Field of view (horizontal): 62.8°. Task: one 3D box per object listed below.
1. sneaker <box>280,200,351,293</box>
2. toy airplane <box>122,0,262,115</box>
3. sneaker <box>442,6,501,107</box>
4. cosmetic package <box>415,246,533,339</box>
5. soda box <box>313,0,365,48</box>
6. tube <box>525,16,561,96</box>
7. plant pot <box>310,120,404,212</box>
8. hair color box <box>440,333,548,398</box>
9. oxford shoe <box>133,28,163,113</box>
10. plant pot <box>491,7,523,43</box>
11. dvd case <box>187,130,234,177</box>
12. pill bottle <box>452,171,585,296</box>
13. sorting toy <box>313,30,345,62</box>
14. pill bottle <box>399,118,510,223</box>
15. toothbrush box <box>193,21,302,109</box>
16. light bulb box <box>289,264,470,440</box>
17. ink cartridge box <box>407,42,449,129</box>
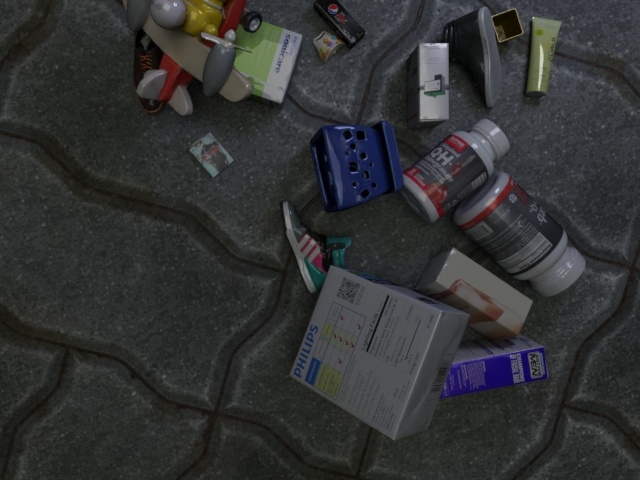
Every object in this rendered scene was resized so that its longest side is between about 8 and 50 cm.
[{"bbox_3d":[0.000,0.000,1.576,0.179,0.124,0.295,-20,102,3],"label":"sneaker"},{"bbox_3d":[-0.353,-0.519,1.335,0.387,0.272,0.383,-4,82,17],"label":"toy airplane"},{"bbox_3d":[0.455,-0.542,1.591,0.147,0.104,0.295,3,127,37],"label":"sneaker"},{"bbox_3d":[0.460,0.166,1.583,0.296,0.153,0.129,33,69,-3],"label":"cosmetic package"},{"bbox_3d":[0.057,-0.664,1.578,0.060,0.053,0.169,-44,95,0],"label":"soda box"},{"bbox_3d":[0.680,-0.567,1.614,0.070,0.062,0.240,12,87,-44],"label":"tube"},{"bbox_3d":[0.107,-0.218,1.524,0.212,0.236,0.235,-14,94,-9],"label":"plant pot"},{"bbox_3d":[0.483,0.376,1.593,0.339,0.185,0.110,-11,94,-2],"label":"hair color box"},{"bbox_3d":[-0.512,-0.514,1.536,0.097,0.098,0.271,-4,93,-3],"label":"oxford shoe"},{"bbox_3d":[0.550,-0.639,1.588,0.081,0.083,0.081,-20,95,-2],"label":"plant pot"},{"bbox_3d":[-0.335,-0.263,1.602,0.087,0.013,0.119,-40,93,0],"label":"dvd case"},{"bbox_3d":[0.592,-0.014,1.564,0.363,0.210,0.210,43,91,-5],"label":"pill bottle"},{"bbox_3d":[0.019,-0.599,1.592,0.083,0.045,0.075,-44,75,0],"label":"sorting toy"},{"bbox_3d":[0.396,-0.212,1.559,0.319,0.176,0.176,-39,94,-1],"label":"pill bottle"},{"bbox_3d":[-0.216,-0.533,1.538,0.284,0.122,0.206,17,93,-2],"label":"toothbrush box"},{"bbox_3d":[0.163,0.297,1.473,0.361,0.225,0.357,22,93,35],"label":"light bulb box"},{"bbox_3d":[0.315,-0.449,1.550,0.093,0.160,0.219,-2,94,-3],"label":"ink cartridge box"}]
